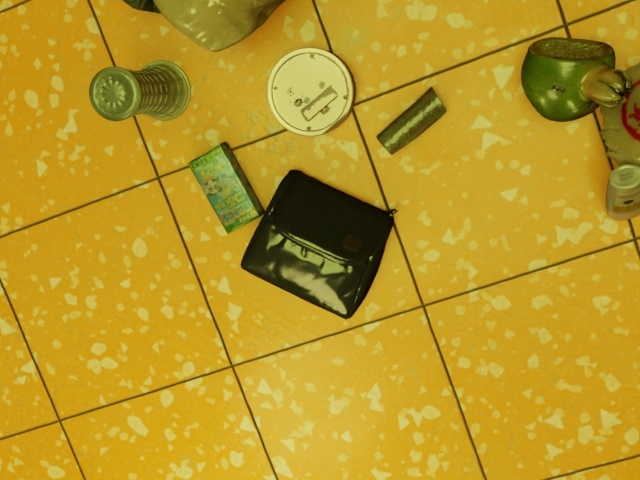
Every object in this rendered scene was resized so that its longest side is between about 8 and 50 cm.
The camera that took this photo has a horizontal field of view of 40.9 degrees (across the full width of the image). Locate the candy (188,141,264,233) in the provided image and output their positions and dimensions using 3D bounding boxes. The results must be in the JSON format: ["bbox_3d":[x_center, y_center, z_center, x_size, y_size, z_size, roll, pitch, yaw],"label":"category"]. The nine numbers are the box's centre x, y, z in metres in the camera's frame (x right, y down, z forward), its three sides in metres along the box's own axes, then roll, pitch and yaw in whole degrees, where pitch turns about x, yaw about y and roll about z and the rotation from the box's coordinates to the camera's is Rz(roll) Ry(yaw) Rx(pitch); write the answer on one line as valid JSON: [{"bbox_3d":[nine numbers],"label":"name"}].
[{"bbox_3d":[-0.220,-0.124,2.024,0.097,0.062,0.194,-28,96,13],"label":"candy"}]

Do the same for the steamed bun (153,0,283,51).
[{"bbox_3d":[-0.206,-0.601,1.765,0.342,0.255,0.368,32,61,-10],"label":"steamed bun"}]

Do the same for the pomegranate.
[{"bbox_3d":[0.541,-0.326,1.795,0.241,0.190,0.159,12,121,28],"label":"pomegranate"}]

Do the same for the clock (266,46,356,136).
[{"bbox_3d":[-0.020,-0.337,1.947,0.197,0.068,0.197,2,102,9],"label":"clock"}]

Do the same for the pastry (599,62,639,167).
[{"bbox_3d":[0.705,-0.254,1.773,0.265,0.133,0.265,-14,71,44],"label":"pastry"}]

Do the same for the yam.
[{"bbox_3d":[0.208,-0.264,1.924,0.169,0.068,0.068,-42,92,15],"label":"yam"}]

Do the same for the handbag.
[{"bbox_3d":[-0.001,0.001,1.953,0.302,0.178,0.275,27,104,3],"label":"handbag"}]

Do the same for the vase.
[{"bbox_3d":[-0.399,-0.327,1.891,0.143,0.299,0.143,2,101,9],"label":"vase"}]

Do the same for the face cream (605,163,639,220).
[{"bbox_3d":[0.648,-0.098,1.822,0.084,0.198,0.057,-14,66,15],"label":"face cream"}]

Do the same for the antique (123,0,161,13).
[{"bbox_3d":[-0.395,-0.566,1.904,0.086,0.183,0.088,35,105,1],"label":"antique"}]
